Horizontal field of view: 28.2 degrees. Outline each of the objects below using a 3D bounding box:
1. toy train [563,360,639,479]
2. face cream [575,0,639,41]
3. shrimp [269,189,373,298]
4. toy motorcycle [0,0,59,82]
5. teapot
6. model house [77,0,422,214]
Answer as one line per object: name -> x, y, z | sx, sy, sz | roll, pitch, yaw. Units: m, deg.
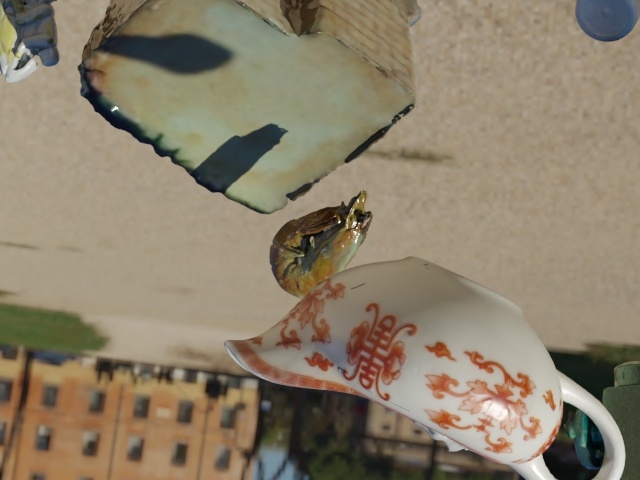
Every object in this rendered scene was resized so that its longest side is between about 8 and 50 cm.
toy train -> 0.315, 0.270, 1.184 | 0.120, 0.298, 0.194 | -8, 156, 33
face cream -> 0.409, -0.347, 1.675 | 0.082, 0.082, 0.269 | 4, -147, 28
shrimp -> -0.001, 0.000, 1.910 | 0.115, 0.217, 0.051 | 39, -151, -3
toy motorcycle -> -0.473, -0.334, 2.009 | 0.151, 0.228, 0.074 | 25, 176, -2
teapot -> 0.073, 0.077, 0.734 | 0.245, 0.116, 0.159 | 29, 163, -4
model house -> -0.118, -0.351, 2.031 | 0.445, 0.400, 0.395 | 29, 135, -29
